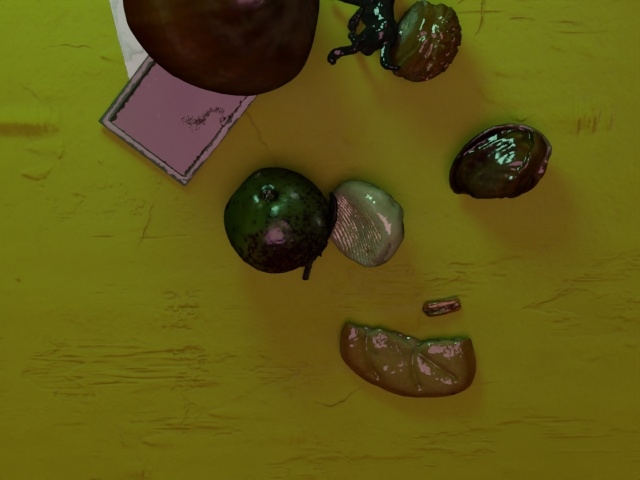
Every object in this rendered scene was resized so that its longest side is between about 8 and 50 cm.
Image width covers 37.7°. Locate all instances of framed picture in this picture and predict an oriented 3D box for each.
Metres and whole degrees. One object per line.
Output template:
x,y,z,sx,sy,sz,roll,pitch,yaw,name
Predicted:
-0.271,-0.272,1.841,0.216,0.016,0.273,38,104,-12,framed picture

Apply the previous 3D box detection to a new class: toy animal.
0.091,-0.412,1.728,0.148,0.085,0.232,-17,65,38,toy animal

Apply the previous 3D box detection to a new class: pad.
-0.315,-0.405,1.808,0.157,0.004,0.231,-11,108,3,pad

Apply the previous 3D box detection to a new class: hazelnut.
-0.162,-0.428,1.628,0.366,0.366,0.365,0,108,0,hazelnut

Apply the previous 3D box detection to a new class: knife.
0.003,0.003,1.893,0.021,0.045,0.222,-9,133,-35,knife

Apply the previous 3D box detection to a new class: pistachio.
0.349,-0.143,1.829,0.210,0.130,0.165,-24,115,24,pistachio

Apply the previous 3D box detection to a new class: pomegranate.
-0.077,-0.018,1.844,0.214,0.214,0.247,-16,140,5,pomegranate

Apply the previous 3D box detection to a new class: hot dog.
0.255,0.141,1.972,0.083,0.021,0.037,-15,106,4,hot dog

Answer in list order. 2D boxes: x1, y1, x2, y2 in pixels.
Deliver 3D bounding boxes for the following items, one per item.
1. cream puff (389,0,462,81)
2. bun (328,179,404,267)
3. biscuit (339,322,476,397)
0.197,-0.367,1.752,0.115,0.150,0.165,27,149,-25,cream puff
0.098,-0.039,1.865,0.183,0.102,0.183,22,123,39,bun
0.184,0.262,1.999,0.299,0.045,0.154,7,109,-2,biscuit
